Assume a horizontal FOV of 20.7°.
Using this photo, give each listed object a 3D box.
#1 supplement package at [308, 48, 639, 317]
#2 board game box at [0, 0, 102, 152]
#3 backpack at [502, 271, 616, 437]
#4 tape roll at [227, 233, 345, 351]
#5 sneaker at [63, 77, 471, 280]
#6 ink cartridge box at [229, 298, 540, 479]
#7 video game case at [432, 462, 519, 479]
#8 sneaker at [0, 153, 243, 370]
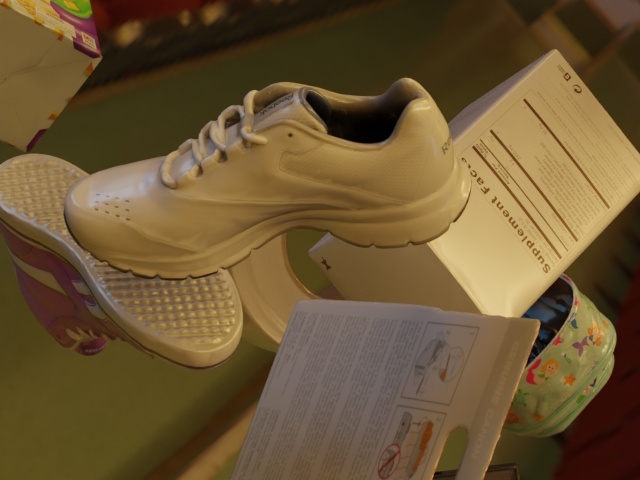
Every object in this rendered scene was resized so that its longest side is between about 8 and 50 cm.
[{"bbox_3d":[0.166,-0.027,1.790,0.175,0.177,0.293,51,56,-5],"label":"supplement package"},{"bbox_3d":[-0.339,-0.247,1.838,0.142,0.144,0.275,26,28,-32],"label":"board game box"},{"bbox_3d":[0.281,0.150,2.356,0.191,0.225,0.253,44,-5,-19],"label":"backpack"},{"bbox_3d":[0.000,0.000,2.051,0.286,0.286,0.100,41,-17,-24],"label":"tape roll"},{"bbox_3d":[-0.045,-0.057,1.259,0.129,0.297,0.111,75,6,-47],"label":"sneaker"},{"bbox_3d":[0.046,0.207,1.427,0.091,0.308,0.385,27,-12,-26],"label":"ink cartridge box"},{"bbox_3d":[0.064,0.325,1.669,0.026,0.274,0.196,-61,144,-85],"label":"video game case"},{"bbox_3d":[-0.161,0.052,1.458,0.102,0.161,0.282,-31,49,-28],"label":"sneaker"}]
